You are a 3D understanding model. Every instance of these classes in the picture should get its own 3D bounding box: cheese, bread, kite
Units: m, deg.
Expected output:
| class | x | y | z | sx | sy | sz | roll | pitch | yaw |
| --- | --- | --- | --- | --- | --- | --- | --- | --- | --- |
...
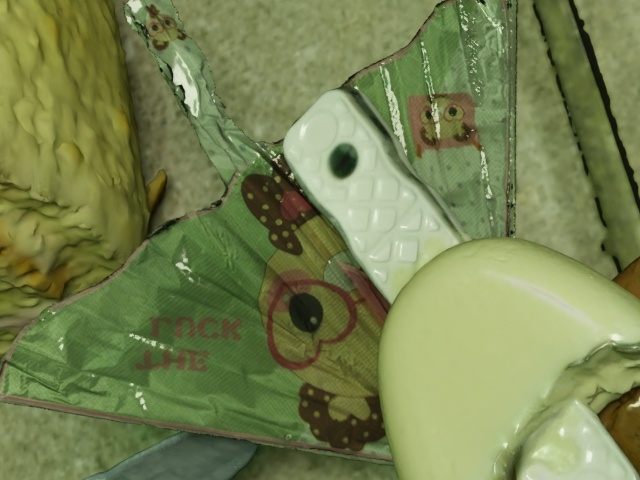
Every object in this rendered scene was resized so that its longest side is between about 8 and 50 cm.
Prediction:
| class | x | y | z | sx | sy | sz | roll | pitch | yaw |
| --- | --- | --- | --- | --- | --- | --- | --- | --- | --- |
| cheese | 0.051 | 0.028 | 0.662 | 0.127 | 0.050 | 0.235 | -47 | 54 | 16 |
| bread | -0.196 | -0.137 | 0.819 | 0.165 | 0.236 | 0.375 | -22 | 66 | 11 |
| kite | 0.000 | 0.000 | 0.736 | 0.323 | 0.013 | 0.267 | -41 | 97 | -24 |

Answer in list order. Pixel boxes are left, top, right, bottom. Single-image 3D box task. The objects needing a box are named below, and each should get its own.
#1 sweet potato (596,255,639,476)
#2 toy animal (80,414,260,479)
| class | x | y | z | sx | sy | sz | roll | pitch | yaw |
| --- | --- | --- | --- | --- | --- | --- | --- | --- | --- |
| sweet potato | 0.144 | 0.056 | 0.675 | 0.355 | 0.095 | 0.106 | -35 | 103 | 18 |
| toy animal | -0.075 | 0.199 | 0.746 | 0.255 | 0.176 | 0.239 | -10 | 99 | 3 |
